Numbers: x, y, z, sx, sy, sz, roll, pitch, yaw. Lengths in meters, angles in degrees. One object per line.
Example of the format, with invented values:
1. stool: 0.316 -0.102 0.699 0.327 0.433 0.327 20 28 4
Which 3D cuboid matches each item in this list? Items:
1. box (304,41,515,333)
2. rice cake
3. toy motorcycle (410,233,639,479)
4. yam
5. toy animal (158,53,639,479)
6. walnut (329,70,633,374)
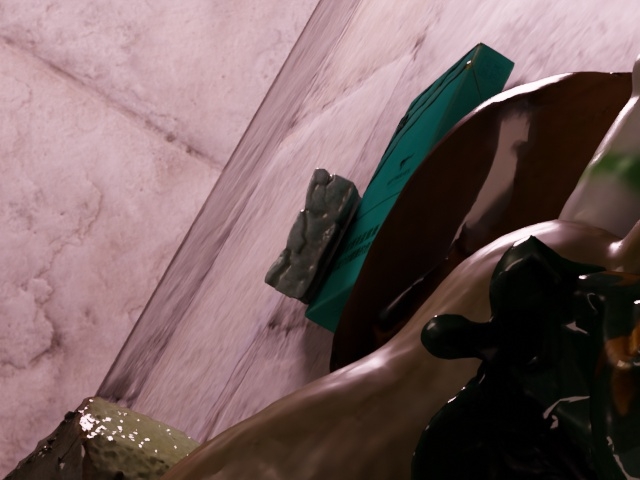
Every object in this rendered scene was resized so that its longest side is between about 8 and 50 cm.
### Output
1. box: 0.071 -0.040 1.287 0.226 0.042 0.161 -63 11 -20
2. rice cake: 0.000 0.000 1.391 0.211 0.038 0.124 -9 -56 -83
3. toy motorcycle: 0.121 0.069 0.407 0.187 0.124 0.274 -30 28 9
4. yam: -0.173 0.261 1.222 0.271 0.202 0.201 -53 34 25
5. toy animal: 0.080 0.089 0.600 0.363 0.180 0.181 -38 15 -8
6. walnut: 0.090 0.019 0.779 0.245 0.137 0.137 -57 10 16
